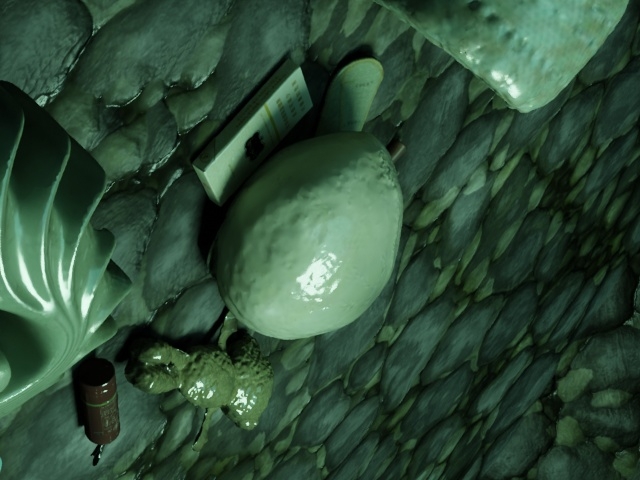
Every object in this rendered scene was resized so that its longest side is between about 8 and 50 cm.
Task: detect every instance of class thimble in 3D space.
[{"bbox_3d":[0.177,-0.290,1.650,0.195,0.291,0.291,-52,157,7],"label":"thimble"}]

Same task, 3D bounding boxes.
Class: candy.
[{"bbox_3d":[0.000,0.000,1.798,0.295,0.185,0.295,-42,162,-17],"label":"candy"}]

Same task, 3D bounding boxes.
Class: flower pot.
[{"bbox_3d":[-0.304,0.015,1.292,0.254,0.164,0.367,-37,153,-23],"label":"flower pot"}]

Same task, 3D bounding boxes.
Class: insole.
[{"bbox_3d":[0.012,-0.086,1.911,0.119,0.009,0.348,-16,137,-36],"label":"insole"}]

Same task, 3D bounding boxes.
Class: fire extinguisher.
[{"bbox_3d":[-0.258,0.195,1.773,0.157,0.045,0.078,93,17,-49],"label":"fire extinguisher"}]

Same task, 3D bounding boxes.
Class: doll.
[{"bbox_3d":[-0.150,0.179,1.899,0.286,0.091,0.202,-34,118,-60],"label":"doll"}]

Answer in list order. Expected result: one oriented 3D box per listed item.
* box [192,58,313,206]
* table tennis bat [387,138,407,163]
[{"bbox_3d":[-0.075,-0.122,1.707,0.167,0.024,0.090,-48,157,-13],"label":"box"},{"bbox_3d":[0.094,-0.041,2.019,0.170,0.119,0.107,-50,157,-5],"label":"table tennis bat"}]
